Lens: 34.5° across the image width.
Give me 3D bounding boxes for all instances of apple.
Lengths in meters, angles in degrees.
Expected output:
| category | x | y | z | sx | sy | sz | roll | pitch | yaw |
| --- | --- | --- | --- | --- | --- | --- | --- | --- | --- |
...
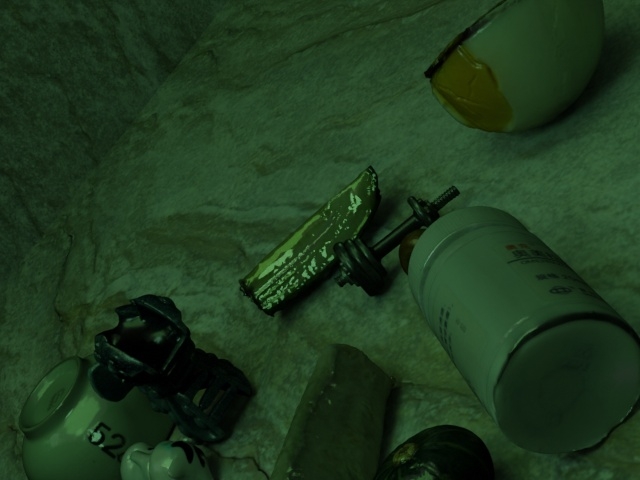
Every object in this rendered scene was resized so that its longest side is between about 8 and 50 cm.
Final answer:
| category | x | y | z | sx | sy | sz | roll | pitch | yaw |
| --- | --- | --- | --- | --- | --- | --- | --- | --- | --- |
| apple | 0.166 | 0.023 | 1.619 | 0.074 | 0.090 | 0.089 | -39 | 20 | -27 |

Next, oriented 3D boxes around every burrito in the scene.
| category | x | y | z | sx | sy | sz | roll | pitch | yaw |
| --- | --- | --- | --- | --- | --- | --- | --- | --- | --- |
| burrito | 0.015 | 0.286 | 1.439 | 0.143 | 0.105 | 0.299 | 6 | 46 | 12 |

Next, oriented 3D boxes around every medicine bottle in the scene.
| category | x | y | z | sx | sy | sz | roll | pitch | yaw |
| --- | --- | --- | --- | --- | --- | --- | --- | --- | --- |
| medicine bottle | 0.241 | 0.097 | 1.287 | 0.190 | 0.190 | 0.332 | -43 | 27 | 7 |

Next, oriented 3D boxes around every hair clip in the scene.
| category | x | y | z | sx | sy | sz | roll | pitch | yaw |
| --- | --- | --- | --- | --- | --- | --- | --- | --- | --- |
| hair clip | -0.263 | 0.206 | 1.748 | 0.206 | 0.310 | 0.195 | 14 | 61 | 38 |

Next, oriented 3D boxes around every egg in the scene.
| category | x | y | z | sx | sy | sz | roll | pitch | yaw |
| --- | --- | --- | --- | --- | --- | --- | --- | --- | --- |
| egg | 0.343 | -0.295 | 1.672 | 0.337 | 0.201 | 0.337 | -37 | 2 | 2 |

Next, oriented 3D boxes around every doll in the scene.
| category | x | y | z | sx | sy | sz | roll | pitch | yaw |
| --- | --- | --- | --- | --- | --- | --- | --- | --- | --- |
| doll | -0.256 | 0.384 | 1.724 | 0.180 | 0.110 | 0.107 | -22 | 55 | 46 |

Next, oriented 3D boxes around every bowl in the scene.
| category | x | y | z | sx | sy | sz | roll | pitch | yaw |
| --- | --- | --- | --- | --- | --- | --- | --- | --- | --- |
| bowl | -0.453 | 0.344 | 1.988 | 0.353 | 0.185 | 0.354 | -35 | 28 | 22 |

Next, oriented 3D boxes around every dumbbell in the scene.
| category | x | y | z | sx | sy | sz | roll | pitch | yaw |
| --- | --- | --- | --- | --- | --- | --- | --- | --- | --- |
| dumbbell | 0.128 | -0.005 | 1.715 | 0.254 | 0.110 | 0.110 | -38 | 27 | 4 |

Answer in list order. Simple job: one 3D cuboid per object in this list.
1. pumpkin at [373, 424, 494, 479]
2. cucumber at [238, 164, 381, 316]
| category | x | y | z | sx | sy | sz | roll | pitch | yaw |
| --- | --- | --- | --- | --- | --- | --- | --- | --- | --- |
| pumpkin | 0.134 | 0.300 | 1.239 | 0.167 | 0.125 | 0.167 | -26 | 11 | 5 |
| cucumber | 0.001 | 0.001 | 1.891 | 0.325 | 0.105 | 0.145 | -44 | -1 | 6 |
